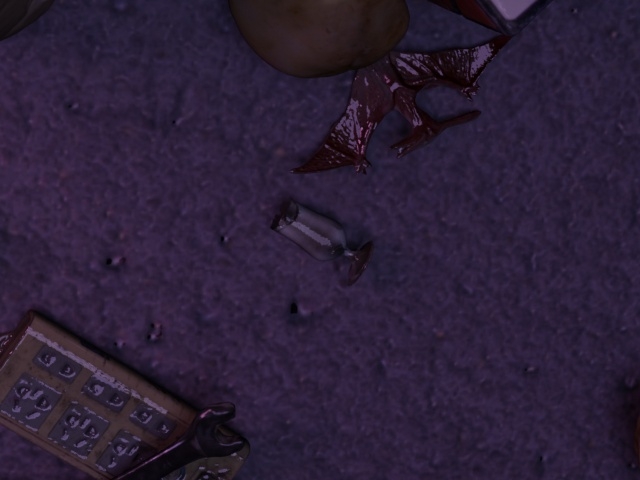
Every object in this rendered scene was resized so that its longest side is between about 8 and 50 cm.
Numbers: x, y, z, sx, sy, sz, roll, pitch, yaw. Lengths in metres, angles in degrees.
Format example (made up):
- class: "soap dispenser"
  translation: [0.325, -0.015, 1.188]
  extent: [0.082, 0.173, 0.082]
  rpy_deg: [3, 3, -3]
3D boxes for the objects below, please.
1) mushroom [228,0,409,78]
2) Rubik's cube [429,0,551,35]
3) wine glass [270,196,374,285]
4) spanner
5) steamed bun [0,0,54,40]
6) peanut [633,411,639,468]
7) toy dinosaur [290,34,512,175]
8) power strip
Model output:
- class: "mushroom"
  translation: [-0.001, -0.186, 1.137]
  extent: [0.112, 0.148, 0.148]
  rpy_deg: [-49, 119, -44]
- class: "Rubik's cube"
  translation: [0.114, -0.297, 1.088]
  extent: [0.205, 0.205, 0.207]
  rpy_deg: [-44, 110, 2]
- class: "wine glass"
  translation: [0.000, 0.000, 1.234]
  extent: [0.083, 0.039, 0.042]
  rpy_deg: [30, 89, -18]
- class: "spanner"
  translation: [-0.166, 0.202, 1.227]
  extent: [0.255, 0.015, 0.054]
  rpy_deg: [-31, 118, 14]
- class: "steamed bun"
  translation: [-0.295, -0.330, 0.896]
  extent: [0.290, 0.371, 0.455]
  rpy_deg: [2, 102, 2]
- class: "peanut"
  translation: [0.361, 0.249, 1.357]
  extent: [0.136, 0.120, 0.298]
  rpy_deg: [-18, 112, -3]
- class: "toy dinosaur"
  translation: [0.065, -0.117, 1.222]
  extent: [0.220, 0.032, 0.108]
  rpy_deg: [-34, 108, -5]
- class: "power strip"
  translation: [-0.155, 0.157, 1.243]
  extent: [0.268, 0.034, 0.092]
  rpy_deg: [35, 95, -20]
